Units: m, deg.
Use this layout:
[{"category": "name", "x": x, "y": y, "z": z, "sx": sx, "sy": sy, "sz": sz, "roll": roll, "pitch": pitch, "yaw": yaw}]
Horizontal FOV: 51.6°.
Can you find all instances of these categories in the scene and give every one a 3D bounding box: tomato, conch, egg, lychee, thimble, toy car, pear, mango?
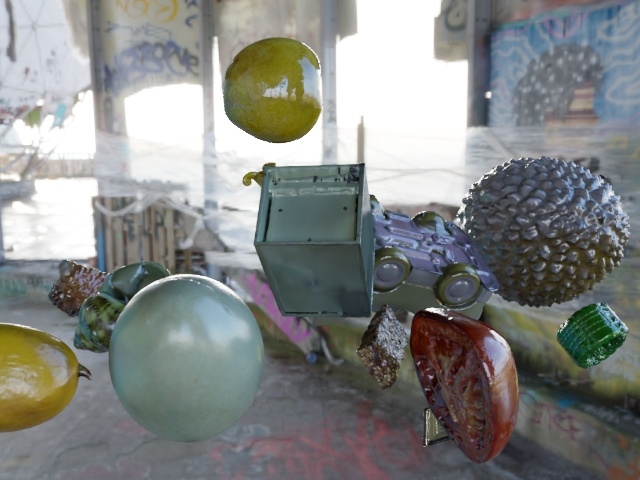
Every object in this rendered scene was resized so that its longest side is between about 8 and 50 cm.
[{"category": "tomato", "x": 0.183, "y": 0.166, "z": 0.795, "sx": 0.082, "sy": 0.174, "sz": 0.166, "roll": -15, "pitch": 13, "yaw": -22}, {"category": "conch", "x": -0.358, "y": 0.134, "z": 1.210, "sx": 0.181, "sy": 0.124, "sz": 0.187, "roll": -5, "pitch": 38, "yaw": -27}, {"category": "egg", "x": -0.162, "y": 0.145, "z": 0.813, "sx": 0.186, "sy": 0.187, "sz": 0.253, "roll": 1, "pitch": -36, "yaw": -1}, {"category": "lychee", "x": 0.522, "y": -0.020, "z": 1.580, "sx": 0.380, "sy": 0.381, "sz": 0.432, "roll": -3, "pitch": 4, "yaw": -16}, {"category": "thimble", "x": 0.540, "y": 0.189, "z": 1.319, "sx": 0.118, "sy": 0.130, "sz": 0.090, "roll": 0, "pitch": 46, "yaw": -37}, {"category": "toy car", "x": 0.152, "y": 0.070, "z": 1.342, "sx": 0.335, "sy": 0.226, "sz": 0.242, "roll": 14, "pitch": 31, "yaw": -23}, {"category": "pear", "x": -0.096, "y": -0.292, "z": 1.304, "sx": 0.208, "sy": 0.209, "sz": 0.209, "roll": -1, "pitch": 9, "yaw": 0}, {"category": "mango", "x": -0.539, "y": 0.222, "z": 1.080, "sx": 0.316, "sy": 0.177, "sz": 0.119, "roll": 9, "pitch": -5, "yaw": -14}]

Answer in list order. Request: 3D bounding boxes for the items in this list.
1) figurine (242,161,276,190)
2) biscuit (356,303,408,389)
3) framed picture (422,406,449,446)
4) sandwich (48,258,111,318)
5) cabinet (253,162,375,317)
[{"category": "figurine", "x": -0.099, "y": -0.072, "z": 1.603, "sx": 0.131, "sy": 0.247, "sz": 0.156, "roll": 2, "pitch": 38, "yaw": 27}, {"category": "biscuit", "x": 0.086, "y": 0.138, "z": 0.893, "sx": 0.034, "sy": 0.064, "sz": 0.199, "roll": -31, "pitch": 2, "yaw": 13}, {"category": "framed picture", "x": 0.332, "y": 0.409, "z": 1.557, "sx": 0.199, "sy": 0.010, "sz": 0.195, "roll": -21, "pitch": 7, "yaw": 13}, {"category": "sandwich", "x": -0.440, "y": 0.137, "z": 1.433, "sx": 0.301, "sy": 0.162, "sz": 0.250, "roll": 45, "pitch": -2, "yaw": -35}, {"category": "cabinet", "x": 0.000, "y": 0.000, "z": 0.973, "sx": 0.144, "sy": 0.150, "sz": 0.206, "roll": 0, "pitch": -33, "yaw": 9}]
